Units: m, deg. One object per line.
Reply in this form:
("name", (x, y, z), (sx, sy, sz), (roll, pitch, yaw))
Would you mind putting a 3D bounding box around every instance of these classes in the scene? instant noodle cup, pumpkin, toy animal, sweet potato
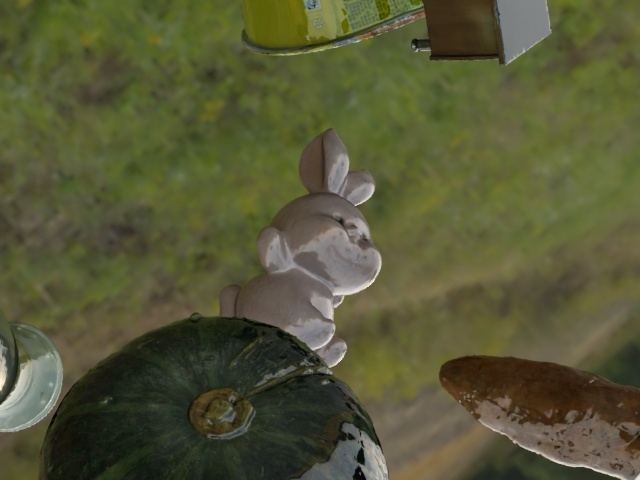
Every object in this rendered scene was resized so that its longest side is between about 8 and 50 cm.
("instant noodle cup", (0.008, -0.338, 2.002), (0.264, 0.200, 0.264), (-16, -158, 7))
("pumpkin", (-0.055, 0.130, 0.980), (0.190, 0.190, 0.146), (-36, 134, -29))
("toy animal", (0.002, 0.000, 1.626), (0.124, 0.124, 0.212), (103, 10, -74))
("sweet potato", (0.229, 0.163, 1.748), (0.097, 0.251, 0.097), (18, 90, -81))

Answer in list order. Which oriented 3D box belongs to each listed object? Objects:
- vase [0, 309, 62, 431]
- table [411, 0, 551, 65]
("vase", (-0.356, 0.119, 1.849), (0.173, 0.173, 0.321), (-41, 166, 2))
("table", (0.117, -0.178, 1.425), (0.082, 0.070, 0.083), (2, -156, 33))
